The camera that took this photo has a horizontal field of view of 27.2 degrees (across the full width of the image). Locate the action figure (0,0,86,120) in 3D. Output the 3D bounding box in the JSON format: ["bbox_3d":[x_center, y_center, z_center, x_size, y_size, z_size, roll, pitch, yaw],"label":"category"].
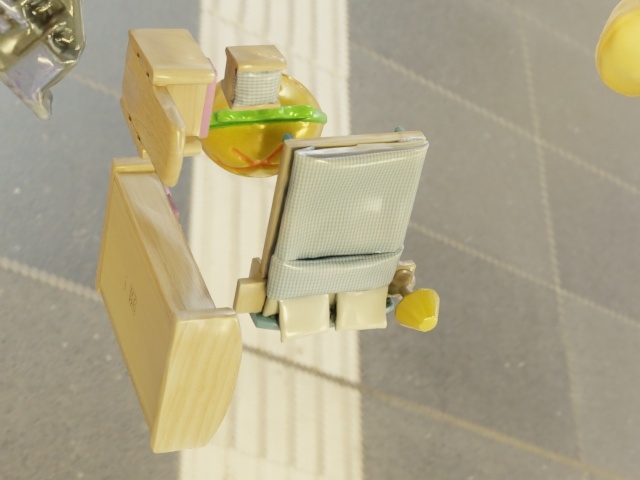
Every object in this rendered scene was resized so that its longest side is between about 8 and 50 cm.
[{"bbox_3d":[-0.178,-0.222,0.509,0.341,0.330,0.178,56,-4,-25],"label":"action figure"}]

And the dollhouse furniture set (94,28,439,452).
[{"bbox_3d":[0.000,0.000,1.060,0.303,0.286,0.198,-5,41,-24],"label":"dollhouse furniture set"}]

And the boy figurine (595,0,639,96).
[{"bbox_3d":[0.347,-0.181,1.072,0.285,0.092,0.177,-23,70,-26],"label":"boy figurine"}]

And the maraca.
[{"bbox_3d":[-0.057,-0.107,1.196,0.186,0.127,0.099,-29,111,-89],"label":"maraca"}]
